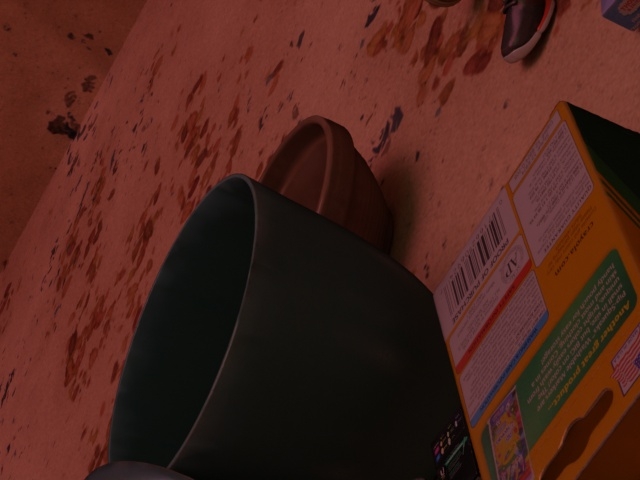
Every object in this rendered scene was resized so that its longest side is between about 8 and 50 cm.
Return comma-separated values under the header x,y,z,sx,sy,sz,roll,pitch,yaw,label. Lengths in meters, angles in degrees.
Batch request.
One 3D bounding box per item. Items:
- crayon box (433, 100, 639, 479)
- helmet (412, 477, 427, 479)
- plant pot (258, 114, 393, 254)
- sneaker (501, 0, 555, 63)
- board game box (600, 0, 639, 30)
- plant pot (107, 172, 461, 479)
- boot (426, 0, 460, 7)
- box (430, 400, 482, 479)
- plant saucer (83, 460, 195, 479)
x,y,z,sx,sy,sz,roll,pitch,yaw,label
0.184,0.069,1.229,0.203,0.083,0.323,-59,21,27,crayon box
0.081,0.262,1.187,0.169,0.169,0.161,-56,9,33,helmet
0.000,0.000,1.762,0.237,0.110,0.237,-53,25,39,plant pot
0.181,-0.239,1.592,0.061,0.065,0.158,-23,48,64,sneaker
0.284,-0.298,1.415,0.160,0.039,0.211,-50,27,43,board game box
-0.017,0.120,1.487,0.293,0.235,0.293,-54,23,36,plant pot
0.182,-0.362,1.685,0.262,0.095,0.203,-67,20,-9,boot
0.126,0.173,1.308,0.052,0.062,0.083,-59,21,29,box
-0.092,0.317,1.395,0.044,0.317,0.317,-42,1,-36,plant saucer
